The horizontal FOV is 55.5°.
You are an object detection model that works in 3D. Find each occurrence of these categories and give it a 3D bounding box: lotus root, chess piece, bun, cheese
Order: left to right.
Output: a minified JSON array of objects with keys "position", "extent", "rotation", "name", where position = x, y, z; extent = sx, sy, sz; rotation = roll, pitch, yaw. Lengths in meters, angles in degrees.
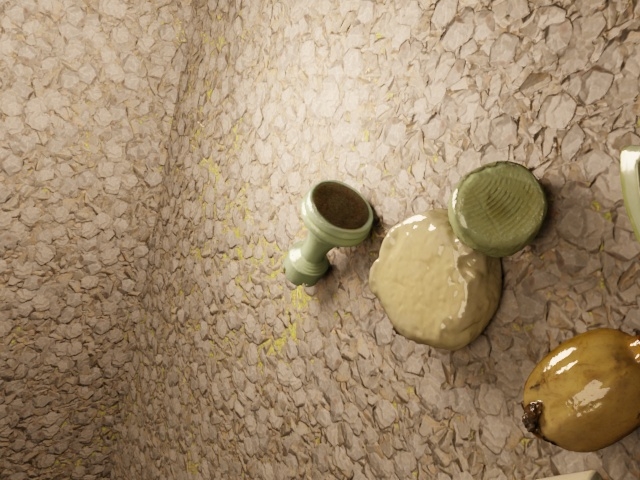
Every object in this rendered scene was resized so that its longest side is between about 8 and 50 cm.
[{"position":[0.000,0.000,1.646],"extent":[0.194,0.195,0.299],"rotation":[64,143,29],"name":"chess piece"},{"position":[0.251,0.090,1.380],"extent":[0.326,0.115,0.317],"rotation":[-13,80,51],"name":"cheese"},{"position":[0.355,-0.063,1.230],"extent":[0.196,0.118,0.195],"rotation":[-1,82,7],"name":"bun"},{"position":[0.487,0.242,1.048],"extent":[0.310,0.183,0.182],"rotation":[-52,52,33],"name":"lotus root"}]

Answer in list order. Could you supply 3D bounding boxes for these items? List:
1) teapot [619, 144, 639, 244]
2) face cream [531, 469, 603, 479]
[{"position":[0.582,-0.052,0.893],"extent":[0.322,0.240,0.239],"rotation":[1,103,45],"name":"teapot"},{"position":[0.391,0.557,1.190],"extent":[0.349,0.081,0.173],"rotation":[-35,24,45],"name":"face cream"}]
